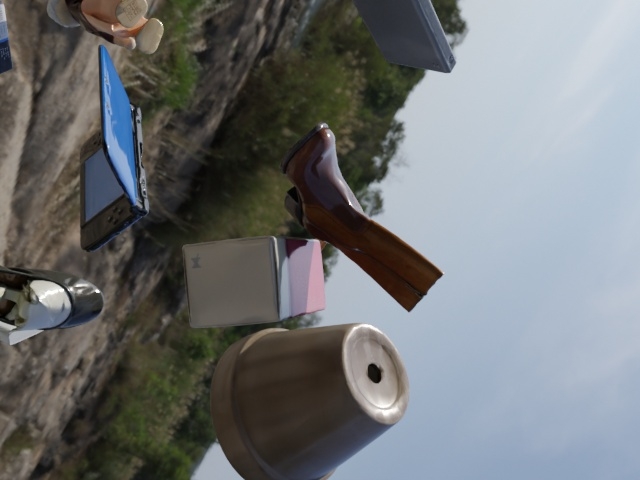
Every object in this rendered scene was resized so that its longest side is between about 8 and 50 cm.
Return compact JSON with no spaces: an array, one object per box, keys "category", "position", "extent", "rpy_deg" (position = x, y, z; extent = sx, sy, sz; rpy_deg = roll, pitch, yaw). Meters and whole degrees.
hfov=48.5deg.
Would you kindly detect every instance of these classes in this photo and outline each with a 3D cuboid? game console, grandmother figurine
[{"category":"game console","position":[-0.428,-0.171,1.348],"extent":[0.250,0.173,0.293],"rpy_deg":[-32,-129,23]},{"category":"grandmother figurine","position":[-0.490,-0.495,1.545],"extent":[0.104,0.343,0.207],"rpy_deg":[-46,134,-24]}]

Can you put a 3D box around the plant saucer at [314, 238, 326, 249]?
[{"category":"plant saucer","position":[0.000,0.000,1.599],"extent":[0.083,0.013,0.083],"rpy_deg":[-56,-167,19]}]

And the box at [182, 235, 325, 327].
[{"category":"box","position":[-0.097,0.063,1.129],"extent":[0.232,0.149,0.126],"rpy_deg":[3,81,-73]}]

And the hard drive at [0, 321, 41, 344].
[{"category":"hard drive","position":[-0.825,0.165,1.825],"extent":[0.203,0.308,0.040],"rpy_deg":[-29,132,-58]}]

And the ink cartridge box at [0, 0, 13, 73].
[{"category":"ink cartridge box","position":[-0.790,-0.496,1.501],"extent":[0.065,0.333,0.165],"rpy_deg":[-43,160,-38]}]

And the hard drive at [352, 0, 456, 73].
[{"category":"hard drive","position":[0.089,-0.242,0.785],"extent":[0.022,0.094,0.135],"rpy_deg":[-59,143,-12]}]

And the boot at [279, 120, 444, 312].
[{"category":"boot","position":[0.063,-0.023,1.067],"extent":[0.096,0.280,0.264],"rpy_deg":[-40,163,-27]}]

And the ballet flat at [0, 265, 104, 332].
[{"category":"ballet flat","position":[-0.446,0.083,1.005],"extent":[0.096,0.281,0.095],"rpy_deg":[40,-67,62]}]

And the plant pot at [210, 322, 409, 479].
[{"category":"plant pot","position":[0.001,0.290,1.340],"extent":[0.280,0.323,0.323],"rpy_deg":[-29,-157,36]}]
